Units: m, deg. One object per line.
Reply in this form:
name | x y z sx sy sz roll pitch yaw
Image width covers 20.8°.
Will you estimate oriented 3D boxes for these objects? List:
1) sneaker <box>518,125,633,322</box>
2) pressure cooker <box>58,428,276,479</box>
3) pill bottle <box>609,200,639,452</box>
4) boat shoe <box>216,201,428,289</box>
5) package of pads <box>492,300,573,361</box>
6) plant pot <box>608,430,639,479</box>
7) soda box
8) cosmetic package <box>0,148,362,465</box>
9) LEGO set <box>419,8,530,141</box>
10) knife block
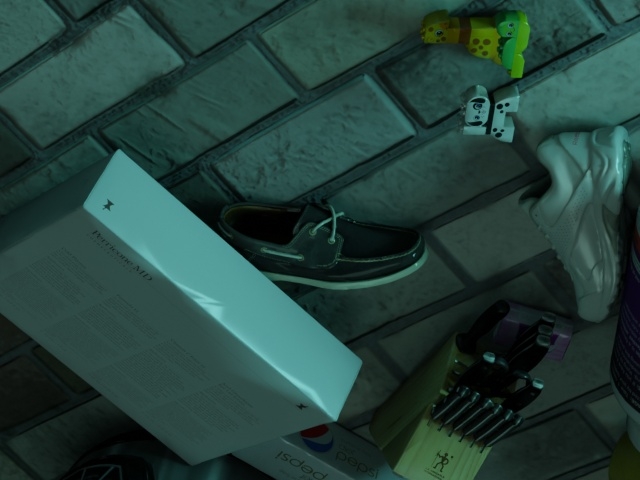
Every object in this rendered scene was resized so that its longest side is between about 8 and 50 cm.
sneaker | 0.265 -0.020 1.818 0.115 0.090 0.232 6 122 18
pressure cooker | -0.200 0.486 2.132 0.375 0.420 0.370 16 132 2
pill bottle | 0.398 0.085 1.799 0.181 0.181 0.323 8 131 7
boat shoe | 0.000 0.000 1.893 0.233 0.084 0.079 4 131 15
package of pads | 0.238 0.101 1.952 0.083 0.032 0.050 16 136 2
plant pot | 0.388 0.263 2.001 0.095 0.134 0.134 20 136 30
soda box | 0.005 0.270 2.130 0.216 0.069 0.074 31 131 -12
cosmetic package | -0.182 0.088 1.965 0.377 0.097 0.284 42 144 -21
LEGO set | 0.148 -0.208 1.674 0.093 0.087 0.227 0 131 -5
knife block | 0.165 0.162 1.972 0.088 0.276 0.242 30 93 -9
